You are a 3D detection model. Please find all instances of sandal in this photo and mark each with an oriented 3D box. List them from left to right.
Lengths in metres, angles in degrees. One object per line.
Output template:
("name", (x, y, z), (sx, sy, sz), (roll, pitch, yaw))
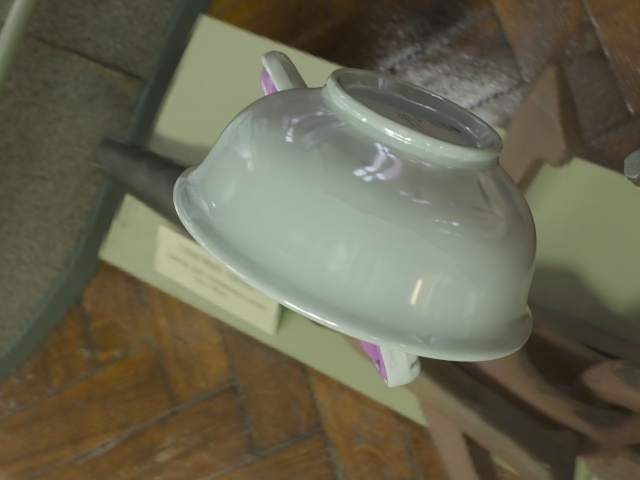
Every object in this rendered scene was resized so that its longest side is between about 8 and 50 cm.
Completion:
("sandal", (0.004, 0.008, 1.347), (0.102, 0.416, 0.169), (-25, 36, -3))

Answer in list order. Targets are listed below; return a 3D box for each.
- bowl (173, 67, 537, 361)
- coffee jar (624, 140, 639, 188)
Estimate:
("bowl", (0.049, -0.042, 1.038), (0.298, 0.298, 0.134), (36, 114, 31))
("coffee jar", (0.487, -0.063, 1.781), (0.184, 0.096, 0.079), (38, 92, -9))
